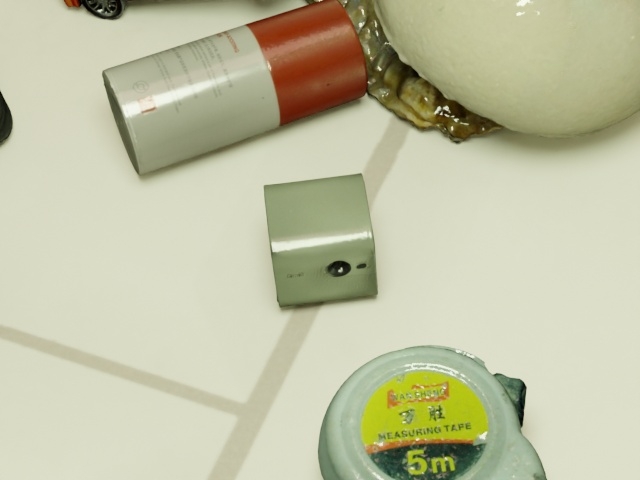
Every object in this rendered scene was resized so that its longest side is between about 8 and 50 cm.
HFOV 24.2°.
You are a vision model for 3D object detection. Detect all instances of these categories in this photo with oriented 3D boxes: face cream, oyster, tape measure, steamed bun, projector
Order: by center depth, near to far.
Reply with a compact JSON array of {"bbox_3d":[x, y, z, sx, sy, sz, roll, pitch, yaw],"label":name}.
[{"bbox_3d":[-0.007,0.164,1.067,0.330,0.084,0.164,-7,50,-2],"label":"tape measure"},{"bbox_3d":[0.000,0.000,1.197,0.082,0.083,0.083,-7,52,-1],"label":"projector"},{"bbox_3d":[0.187,-0.231,1.256,0.283,0.177,0.283,13,48,-15],"label":"steamed bun"},{"bbox_3d":[-0.074,-0.136,1.301,0.214,0.096,0.096,-20,53,-11],"label":"face cream"},{"bbox_3d":[0.057,-0.212,1.372,0.129,0.078,0.345,-36,60,-11],"label":"oyster"}]

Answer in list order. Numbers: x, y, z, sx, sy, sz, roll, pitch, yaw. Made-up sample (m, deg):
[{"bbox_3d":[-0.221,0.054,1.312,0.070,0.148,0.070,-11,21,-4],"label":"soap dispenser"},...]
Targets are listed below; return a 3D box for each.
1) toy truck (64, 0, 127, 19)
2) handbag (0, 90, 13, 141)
[{"bbox_3d":[-0.134,-0.290,1.386,0.253,0.114,0.107,-4,48,25],"label":"toy truck"},{"bbox_3d":[-0.454,-0.112,1.336,0.332,0.075,0.191,-18,56,-13],"label":"handbag"}]
